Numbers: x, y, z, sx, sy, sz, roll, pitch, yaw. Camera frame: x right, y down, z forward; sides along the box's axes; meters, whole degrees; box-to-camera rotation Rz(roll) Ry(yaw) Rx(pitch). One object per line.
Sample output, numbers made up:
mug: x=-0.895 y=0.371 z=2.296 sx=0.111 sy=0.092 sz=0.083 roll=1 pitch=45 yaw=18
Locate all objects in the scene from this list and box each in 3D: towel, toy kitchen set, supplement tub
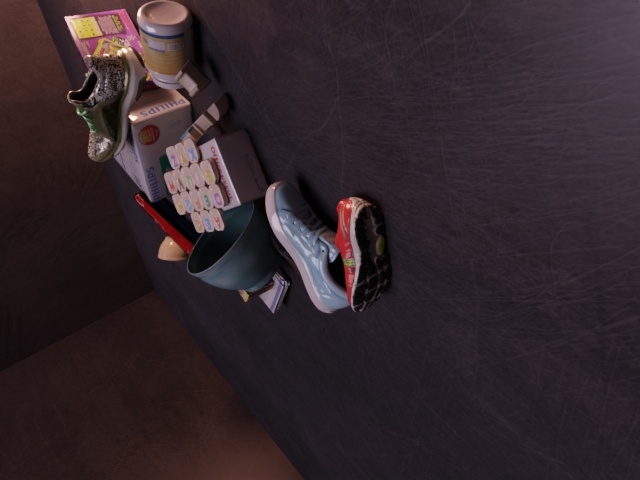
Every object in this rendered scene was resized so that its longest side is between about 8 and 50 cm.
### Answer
towel: x=-0.218 y=0.107 z=1.737 sx=0.285 sy=0.034 sz=0.209 roll=49 pitch=142 yaw=22
toy kitchen set: x=-0.367 y=-0.407 z=1.417 sx=0.166 sy=0.122 sz=0.207 roll=44 pitch=135 yaw=-18
supplement tub: x=-0.427 y=-0.546 z=1.361 sx=0.144 sy=0.144 sz=0.200 roll=48 pitch=150 yaw=23

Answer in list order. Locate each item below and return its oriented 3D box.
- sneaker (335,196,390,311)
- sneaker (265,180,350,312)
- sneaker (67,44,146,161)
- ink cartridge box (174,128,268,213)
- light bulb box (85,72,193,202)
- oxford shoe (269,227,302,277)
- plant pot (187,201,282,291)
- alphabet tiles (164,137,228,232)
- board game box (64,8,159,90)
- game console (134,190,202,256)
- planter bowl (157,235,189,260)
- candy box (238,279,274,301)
sneaker: x=0.087 y=0.030 z=1.110 sx=0.118 sy=0.107 sz=0.279 roll=32 pitch=131 yaw=50
sneaker: x=0.000 y=0.000 z=1.216 sx=0.150 sy=0.135 sz=0.366 roll=-24 pitch=97 yaw=43
sneaker: x=-0.677 y=-0.408 z=1.456 sx=0.158 sy=0.182 sz=0.410 roll=53 pitch=129 yaw=23
ink cartridge box: x=-0.305 y=-0.192 z=1.456 sx=0.278 sy=0.117 sz=0.202 roll=-11 pitch=104 yaw=48
light bulb box: x=-0.636 y=-0.403 z=1.773 sx=0.361 sy=0.225 sz=0.358 roll=44 pitch=149 yaw=27
oxford shoe: x=-0.073 y=0.047 z=1.408 sx=0.227 sy=0.082 sz=0.096 roll=49 pitch=155 yaw=24
plant pot: x=-0.246 y=0.041 z=1.524 sx=0.196 sy=0.293 sz=0.293 roll=43 pitch=162 yaw=-28
alphabet tiles: x=-0.377 y=-0.155 z=1.444 sx=0.284 sy=0.021 sz=0.278 roll=-4 pitch=109 yaw=47
board game box: x=-0.695 y=-0.632 z=1.624 sx=0.347 sy=0.208 sz=0.056 roll=60 pitch=157 yaw=19
game console: x=-0.595 y=-0.084 z=1.974 sx=0.342 sy=0.060 sz=0.386 roll=50 pitch=177 yaw=-16
planter bowl: x=-0.763 y=0.037 z=2.525 sx=0.162 sy=0.161 sz=0.109 roll=19 pitch=106 yaw=53
candy box: x=-0.257 y=0.106 z=1.662 sx=0.187 sy=0.109 sz=0.053 roll=53 pitch=144 yaw=17
